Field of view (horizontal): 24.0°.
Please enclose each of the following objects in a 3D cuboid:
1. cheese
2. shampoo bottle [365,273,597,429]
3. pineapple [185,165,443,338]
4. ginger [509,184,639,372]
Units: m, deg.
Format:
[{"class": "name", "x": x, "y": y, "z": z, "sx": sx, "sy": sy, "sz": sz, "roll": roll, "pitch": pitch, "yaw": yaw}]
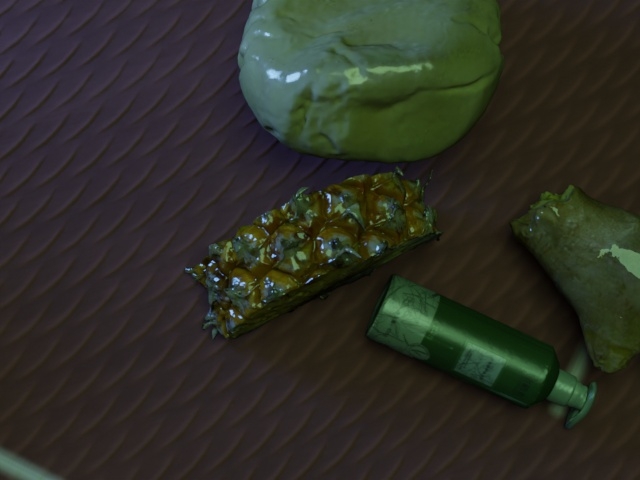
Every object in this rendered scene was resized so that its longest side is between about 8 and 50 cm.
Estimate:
[{"class": "cheese", "x": 0.042, "y": -0.170, "z": 1.290, "sx": 0.226, "sy": 0.117, "sz": 0.214, "roll": 0, "pitch": 48, "yaw": -2}, {"class": "shampoo bottle", "x": 0.142, "y": 0.099, "z": 1.298, "sx": 0.204, "sy": 0.065, "sz": 0.065, "roll": 24, "pitch": 76, "yaw": -2}, {"class": "pineapple", "x": 0.001, "y": 0.001, "z": 1.261, "sx": 0.233, "sy": 0.135, "sz": 0.079, "roll": -24, "pitch": 82, "yaw": -10}, {"class": "ginger", "x": 0.348, "y": 0.078, "z": 1.315, "sx": 0.375, "sy": 0.166, "sz": 0.236, "roll": 6, "pitch": 98, "yaw": 13}]
